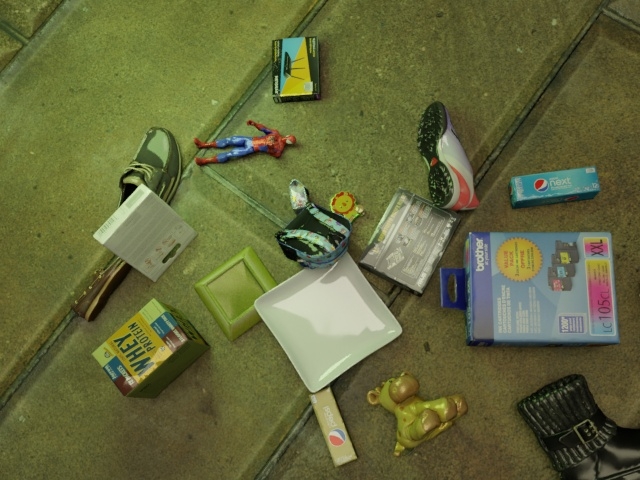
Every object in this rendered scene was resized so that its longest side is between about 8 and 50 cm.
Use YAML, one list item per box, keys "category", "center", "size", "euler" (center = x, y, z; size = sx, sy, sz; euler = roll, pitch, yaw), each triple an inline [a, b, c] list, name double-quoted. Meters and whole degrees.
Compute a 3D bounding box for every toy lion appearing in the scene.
- category: "toy lion"
  center: [0.063, -0.078, 1.788]
  size: [0.096, 0.034, 0.100]
  euler: [34, 82, 20]

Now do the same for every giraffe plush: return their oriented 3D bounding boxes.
- category: "giraffe plush"
  center: [0.215, 0.391, 1.603]
  size: [0.210, 0.181, 0.170]
  euler: [-49, 61, 29]

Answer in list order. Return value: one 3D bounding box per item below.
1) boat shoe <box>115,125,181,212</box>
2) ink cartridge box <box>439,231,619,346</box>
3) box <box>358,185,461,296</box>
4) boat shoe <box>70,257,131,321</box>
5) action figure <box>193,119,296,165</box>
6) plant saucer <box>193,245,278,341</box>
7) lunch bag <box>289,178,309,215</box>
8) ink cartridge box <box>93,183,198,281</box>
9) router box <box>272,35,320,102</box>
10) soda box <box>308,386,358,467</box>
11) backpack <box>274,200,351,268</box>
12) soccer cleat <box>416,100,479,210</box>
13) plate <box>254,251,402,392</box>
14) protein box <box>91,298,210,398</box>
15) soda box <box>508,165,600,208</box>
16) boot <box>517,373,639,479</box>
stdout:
- category: "boat shoe"
  center: [-0.464, -0.147, 1.811]
  size: [0.132, 0.130, 0.355]
  euler: [6, 77, 8]
- category: "ink cartridge box"
  center: [0.488, 0.121, 1.630]
  size: [0.395, 0.151, 0.270]
  euler: [-1, 76, 8]
- category: "box"
  center: [0.230, 0.002, 1.733]
  size: [0.183, 0.056, 0.231]
  euler: [26, 80, 13]
- category: "boat shoe"
  center: [-0.580, 0.113, 1.789]
  size: [0.073, 0.073, 0.207]
  euler: [35, 82, 11]
- category: "action figure"
  center: [-0.207, -0.267, 1.814]
  size: [0.280, 0.139, 0.092]
  euler: [-6, 77, 2]
- category: "plant saucer"
  center: [-0.213, 0.133, 1.757]
  size: [0.188, 0.045, 0.188]
  euler: [-36, 75, -3]
- category: "lunch bag"
  center: [-0.054, -0.116, 1.787]
  size: [0.053, 0.071, 0.083]
  euler: [-14, 74, 1]
- category: "ink cartridge box"
  center: [-0.445, -0.016, 1.744]
  size: [0.056, 0.225, 0.181]
  euler: [37, 82, 35]
- category: "router box"
  center: [-0.068, -0.479, 1.893]
  size: [0.133, 0.046, 0.179]
  euler: [-3, 76, 5]
- category: "soda box"
  center: [0.032, 0.452, 1.640]
  size: [0.058, 0.061, 0.181]
  euler: [-21, 74, 0]
- category: "backpack"
  center: [0.000, 0.000, 1.689]
  size: [0.173, 0.117, 0.158]
  euler: [23, 59, 38]
- category: "soccer cleat"
  center: [0.334, -0.218, 1.765]
  size: [0.116, 0.108, 0.318]
  euler: [11, 58, -30]
- category: "plate"
  center: [0.018, 0.196, 1.702]
  size: [0.277, 0.045, 0.278]
  euler: [-33, 75, -10]
- category: "protein box"
  center: [-0.410, 0.271, 1.663]
  size: [0.200, 0.201, 0.136]
  euler: [-42, 76, -5]
- category: "soda box"
  center: [0.592, -0.133, 1.718]
  size: [0.210, 0.071, 0.067]
  euler: [-7, 75, 5]
- category: "boot"
  center: [0.658, 0.417, 1.542]
  size: [0.348, 0.131, 0.260]
  euler: [-23, 75, 1]
